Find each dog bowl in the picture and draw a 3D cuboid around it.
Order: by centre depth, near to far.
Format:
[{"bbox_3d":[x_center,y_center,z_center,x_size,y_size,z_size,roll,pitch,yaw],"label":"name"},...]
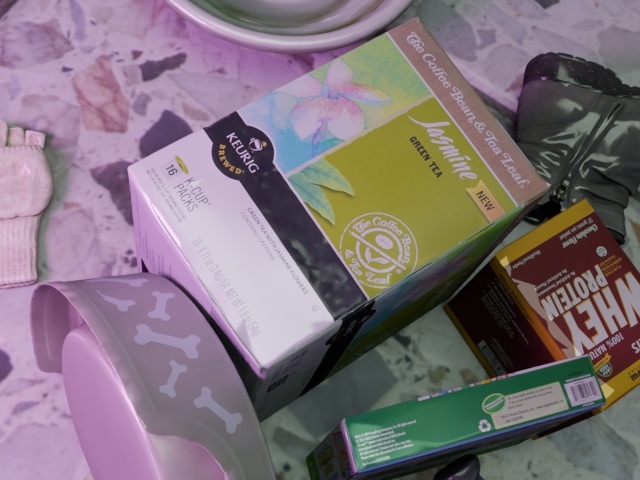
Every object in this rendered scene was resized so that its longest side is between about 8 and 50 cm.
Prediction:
[{"bbox_3d":[-0.155,0.188,0.889,0.102,0.349,0.349,-20,74,-28],"label":"dog bowl"}]

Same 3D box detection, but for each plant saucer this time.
[{"bbox_3d":[-0.053,-0.399,1.239,0.400,0.100,0.400,3,70,-7],"label":"plant saucer"}]

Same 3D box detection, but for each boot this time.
[{"bbox_3d":[0.392,-0.088,1.203,0.338,0.118,0.222,14,71,8],"label":"boot"}]

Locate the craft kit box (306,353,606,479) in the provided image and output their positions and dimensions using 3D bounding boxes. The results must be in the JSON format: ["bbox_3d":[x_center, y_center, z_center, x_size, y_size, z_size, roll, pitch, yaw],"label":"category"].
[{"bbox_3d":[0.124,0.196,0.971,0.250,0.246,0.061,-12,69,-14],"label":"craft kit box"}]

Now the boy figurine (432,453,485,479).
[{"bbox_3d":[0.175,0.357,0.921,0.177,0.092,0.285,-29,83,-6],"label":"boy figurine"}]

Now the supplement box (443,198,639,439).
[{"bbox_3d":[0.263,0.093,1.058,0.129,0.194,0.191,-29,77,-18],"label":"supplement box"}]

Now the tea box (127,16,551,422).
[{"bbox_3d":[0.000,0.000,0.977,0.323,0.329,0.220,-32,77,-18],"label":"tea box"}]

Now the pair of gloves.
[{"bbox_3d":[-0.428,-0.051,1.082,0.240,0.042,0.204,5,69,-8],"label":"pair of gloves"}]
